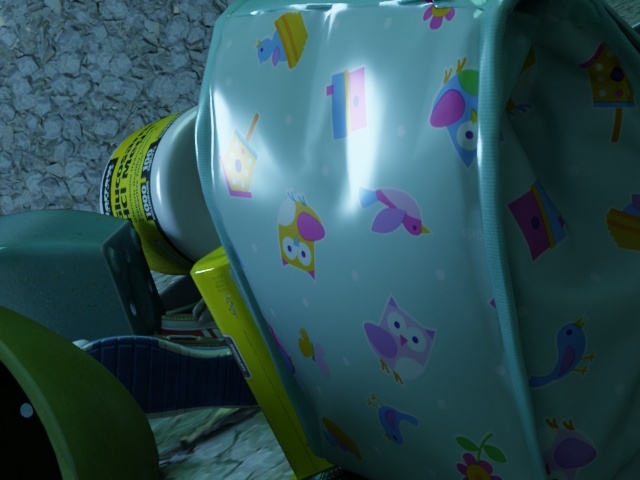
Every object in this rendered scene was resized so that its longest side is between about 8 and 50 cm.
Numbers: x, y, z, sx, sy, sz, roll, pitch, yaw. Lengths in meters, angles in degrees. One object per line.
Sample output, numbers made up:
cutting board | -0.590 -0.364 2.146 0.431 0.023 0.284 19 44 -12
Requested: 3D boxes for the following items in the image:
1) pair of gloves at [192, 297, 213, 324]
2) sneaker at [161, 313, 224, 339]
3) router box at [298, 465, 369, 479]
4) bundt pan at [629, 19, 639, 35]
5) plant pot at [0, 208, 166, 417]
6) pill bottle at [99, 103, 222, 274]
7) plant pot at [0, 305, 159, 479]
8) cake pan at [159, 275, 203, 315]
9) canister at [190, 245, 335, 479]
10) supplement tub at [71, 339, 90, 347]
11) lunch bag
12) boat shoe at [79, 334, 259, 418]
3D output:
pair of gloves | 0.000 0.000 1.237 0.204 0.042 0.240 -29 -8 -44
sneaker | -0.101 0.109 1.291 0.118 0.067 0.042 3 4 -6
router box | -0.001 0.163 0.690 0.092 0.038 0.122 -24 9 14
bundt pan | 0.228 -0.041 0.827 0.331 0.124 0.331 -27 17 9
plant pot | -0.293 0.094 1.316 0.252 0.248 0.247 -17 10 6
pill bottle | -0.144 -0.053 1.479 0.188 0.188 0.334 -31 10 -22
plant pot | -0.207 0.153 0.760 0.274 0.275 0.293 -25 -7 11
cake pan | -0.066 0.038 1.514 0.293 0.054 0.293 -26 9 4
canister | 0.007 0.064 0.801 0.126 0.170 0.073 -33 11 -37
supplement tub | -0.211 0.148 1.141 0.071 0.107 0.071 -25 9 4
lunch bag | 0.062 -0.007 0.618 0.160 0.262 0.223 -30 23 -28
boat shoe | -0.123 0.110 1.069 0.183 0.066 0.066 8 4 -23
